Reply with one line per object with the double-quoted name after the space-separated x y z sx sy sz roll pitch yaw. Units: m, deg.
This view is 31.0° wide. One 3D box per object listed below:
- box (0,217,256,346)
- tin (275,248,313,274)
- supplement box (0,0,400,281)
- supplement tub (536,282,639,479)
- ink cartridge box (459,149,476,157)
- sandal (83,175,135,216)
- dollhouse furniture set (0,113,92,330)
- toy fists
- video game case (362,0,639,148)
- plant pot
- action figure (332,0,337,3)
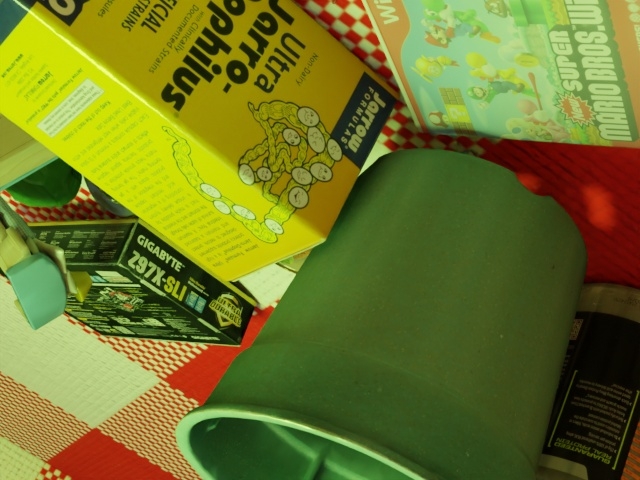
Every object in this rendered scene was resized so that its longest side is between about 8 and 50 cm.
-0.292 0.062 1.666 0.322 0.079 0.257 -1 149 41 "box"
0.000 0.000 1.408 0.190 0.040 0.106 -3 135 44 "tin"
-0.137 -0.152 1.115 0.356 0.194 0.195 38 150 -19 "supplement box"
0.287 0.219 1.228 0.194 0.316 0.193 21 150 13 "supplement tub"
0.123 -0.061 1.192 0.083 0.048 0.028 -10 133 49 "ink cartridge box"
-0.236 -0.096 1.394 0.120 0.086 0.303 33 153 -9 "sandal"
-0.356 -0.098 1.385 0.286 0.198 0.303 48 159 25 "dollhouse furniture set"
-0.448 -0.128 1.523 0.279 0.096 0.142 10 154 26 "toy fists"
0.186 -0.161 1.004 0.285 0.025 0.204 8 146 32 "video game case"
0.088 0.114 1.106 0.341 0.334 0.341 21 152 12 "plant pot"
-0.017 -0.257 1.018 0.115 0.030 0.038 43 153 -21 "action figure"
